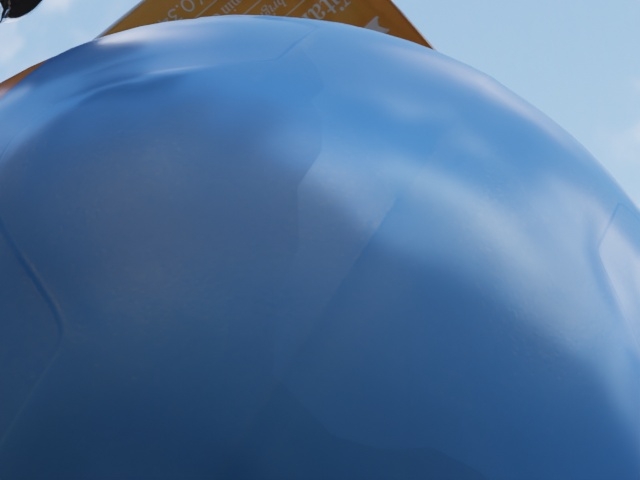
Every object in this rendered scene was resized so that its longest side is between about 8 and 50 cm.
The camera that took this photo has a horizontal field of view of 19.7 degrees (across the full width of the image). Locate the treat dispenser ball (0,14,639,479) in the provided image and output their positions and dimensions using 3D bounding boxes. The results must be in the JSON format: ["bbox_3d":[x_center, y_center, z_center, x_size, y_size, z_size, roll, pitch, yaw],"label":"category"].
[{"bbox_3d":[-0.022,0.077,0.551,0.288,0.288,0.288,-1,-62,-1],"label":"treat dispenser ball"}]

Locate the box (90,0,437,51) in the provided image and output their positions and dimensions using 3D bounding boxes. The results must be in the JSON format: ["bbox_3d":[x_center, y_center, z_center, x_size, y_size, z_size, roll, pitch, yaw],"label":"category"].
[{"bbox_3d":[0.000,0.000,1.107,0.215,0.168,0.345,-43,-87,-16],"label":"box"}]

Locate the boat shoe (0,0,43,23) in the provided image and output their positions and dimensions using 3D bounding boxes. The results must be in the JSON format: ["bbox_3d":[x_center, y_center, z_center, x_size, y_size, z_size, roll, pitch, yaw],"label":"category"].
[{"bbox_3d":[-0.187,-0.187,0.865,0.112,0.095,0.335,32,-26,7],"label":"boat shoe"}]
